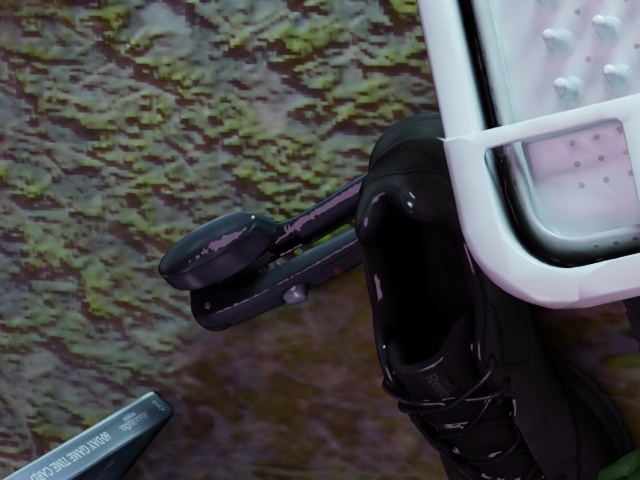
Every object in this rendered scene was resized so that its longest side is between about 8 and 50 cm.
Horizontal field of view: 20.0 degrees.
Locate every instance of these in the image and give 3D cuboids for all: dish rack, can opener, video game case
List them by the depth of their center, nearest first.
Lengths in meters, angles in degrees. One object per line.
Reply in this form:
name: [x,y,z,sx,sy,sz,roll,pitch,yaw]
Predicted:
dish rack: [0.186,-0.149,0.853,0.285,0.072,0.333,-14,81,17]
video game case: [-0.194,0.191,1.024,0.026,0.274,0.196,41,107,8]
can opener: [0.000,0.000,1.052,0.186,0.073,0.059,-22,77,13]

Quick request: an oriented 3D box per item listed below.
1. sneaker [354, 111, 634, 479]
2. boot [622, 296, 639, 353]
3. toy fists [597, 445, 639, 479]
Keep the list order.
sneaker: [0.083,0.079,0.970,0.109,0.130,0.286,-22,100,23]
boot: [0.259,-0.085,0.908,0.222,0.118,0.338,-1,96,21]
toy fists: [0.214,0.126,0.897,0.279,0.142,0.096,-30,83,1]
